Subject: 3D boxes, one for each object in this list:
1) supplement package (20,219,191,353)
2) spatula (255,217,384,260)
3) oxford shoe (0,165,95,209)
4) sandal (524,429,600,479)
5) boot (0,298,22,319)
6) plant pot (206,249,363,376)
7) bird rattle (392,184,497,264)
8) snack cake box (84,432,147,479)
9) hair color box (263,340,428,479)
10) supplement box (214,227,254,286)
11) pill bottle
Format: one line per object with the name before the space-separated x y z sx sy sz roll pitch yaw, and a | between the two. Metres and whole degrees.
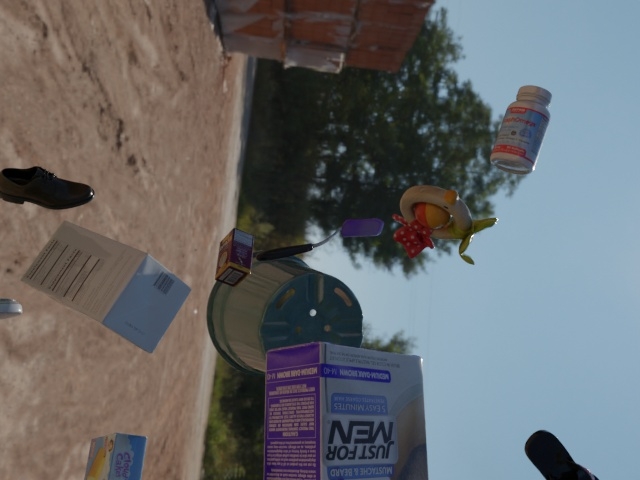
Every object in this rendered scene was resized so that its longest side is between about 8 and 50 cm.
supplement package | -0.379 0.077 1.081 0.134 0.244 0.139 -60 145 -18
spatula | 0.000 0.000 1.351 0.084 0.296 0.030 103 -33 -62
oxford shoe | -0.682 -0.135 1.528 0.096 0.227 0.083 118 -32 -45
sandal | 0.356 0.342 0.873 0.067 0.179 0.040 -45 -163 -6
boot | -0.784 0.113 1.316 0.095 0.258 0.123 -35 -121 57
plant pot | -0.077 0.197 1.501 0.334 0.341 0.341 -178 -87 -67
bird rattle | 0.263 -0.053 1.386 0.143 0.253 0.207 -51 133 -21
snack cake box | -0.524 0.626 1.527 0.152 0.089 0.264 -27 -129 43
hair color box | 0.034 0.298 0.704 0.110 0.185 0.339 -17 -114 44
supplement box | -0.149 0.029 1.063 0.055 0.043 0.083 -42 -145 40
pill bottle | 0.397 -0.216 1.199 0.087 0.087 0.160 147 -37 -82
